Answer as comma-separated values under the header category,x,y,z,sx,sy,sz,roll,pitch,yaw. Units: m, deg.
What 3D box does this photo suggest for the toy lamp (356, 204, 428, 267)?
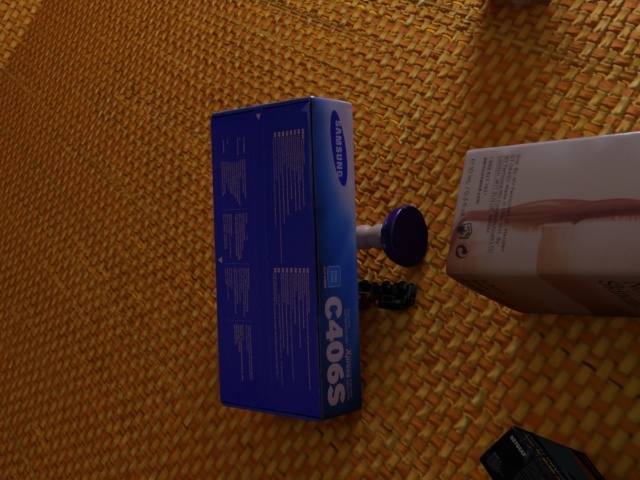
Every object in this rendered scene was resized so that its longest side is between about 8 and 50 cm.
category,x,y,z,sx,sy,sz,roll,pitch,yaw
toy lamp,0.000,0.000,1.034,0.275,0.080,0.080,1,70,42

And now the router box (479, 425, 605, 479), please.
category,x,y,z,sx,sy,sz,roll,pitch,yaw
router box,0.217,0.237,0.659,0.046,0.133,0.179,-48,45,15

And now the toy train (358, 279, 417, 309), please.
category,x,y,z,sx,sy,sz,roll,pitch,yaw
toy train,0.046,0.065,0.992,0.158,0.027,0.036,0,80,43

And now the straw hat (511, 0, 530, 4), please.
category,x,y,z,sx,sy,sz,roll,pitch,yaw
straw hat,0.236,-0.309,0.973,0.144,0.144,0.061,-39,90,23

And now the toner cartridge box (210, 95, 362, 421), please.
category,x,y,z,sx,sy,sz,roll,pitch,yaw
toner cartridge box,-0.041,0.021,0.969,0.165,0.075,0.347,-1,91,40

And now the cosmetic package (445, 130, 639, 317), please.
category,x,y,z,sx,sy,sz,roll,pitch,yaw
cosmetic package,0.276,-0.008,0.719,0.296,0.153,0.129,-3,69,44
